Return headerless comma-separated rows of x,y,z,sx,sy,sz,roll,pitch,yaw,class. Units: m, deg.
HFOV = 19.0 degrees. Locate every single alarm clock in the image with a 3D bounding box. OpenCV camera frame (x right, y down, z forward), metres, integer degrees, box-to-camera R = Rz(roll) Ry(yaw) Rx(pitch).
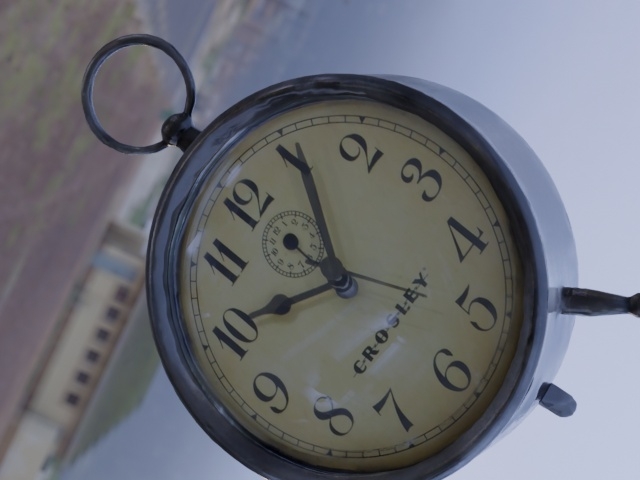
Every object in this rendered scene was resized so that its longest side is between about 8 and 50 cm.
0.000,0.000,0.603,0.129,0.192,0.064,-54,169,18,alarm clock
